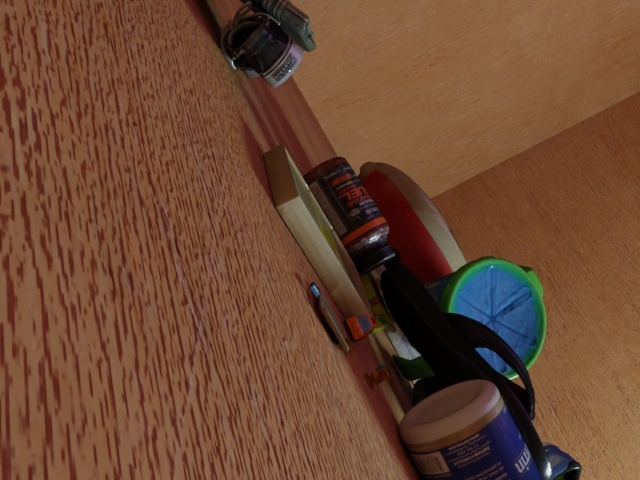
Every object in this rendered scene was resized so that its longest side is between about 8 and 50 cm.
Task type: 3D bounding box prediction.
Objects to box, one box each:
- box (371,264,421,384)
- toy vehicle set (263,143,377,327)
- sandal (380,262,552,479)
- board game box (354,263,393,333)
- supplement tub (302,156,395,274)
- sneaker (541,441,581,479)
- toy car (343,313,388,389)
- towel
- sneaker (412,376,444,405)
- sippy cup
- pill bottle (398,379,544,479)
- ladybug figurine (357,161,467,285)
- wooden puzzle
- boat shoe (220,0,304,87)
[{"bbox_3d":[0.173,0.188,1.560,0.324,0.063,0.067,62,7,-6],"label":"box"},{"bbox_3d":[0.000,0.000,1.085,0.267,0.035,0.166,59,8,-32],"label":"toy vehicle set"},{"bbox_3d":[0.248,0.188,1.181,0.446,0.107,0.167,55,-17,38],"label":"sandal"},{"bbox_3d":[0.072,0.073,1.326,0.092,0.043,0.181,56,9,-42],"label":"board game box"},{"bbox_3d":[0.049,-0.040,1.256,0.198,0.106,0.106,58,6,8],"label":"supplement tub"},{"bbox_3d":[0.523,0.640,1.646,0.147,0.129,0.330,7,-91,63],"label":"sneaker"},{"bbox_3d":[0.073,0.153,1.019,0.122,0.040,0.060,66,7,30],"label":"toy car"},{"bbox_3d":[-0.134,-0.475,1.347,0.312,0.056,0.324,35,7,-4],"label":"towel"},{"bbox_3d":[0.261,0.331,1.343,0.125,0.139,0.341,60,6,-9],"label":"sneaker"},{"bbox_3d":[0.286,0.160,1.444,0.224,0.305,0.240,163,-70,-64],"label":"sippy cup"},{"bbox_3d":[0.231,0.344,1.010,0.265,0.153,0.153,63,6,-2],"label":"pill bottle"},{"bbox_3d":[0.187,0.029,1.662,0.449,0.162,0.305,60,-21,-13],"label":"ladybug figurine"},{"bbox_3d":[0.012,0.099,0.894,0.116,0.014,0.078,62,2,-12],"label":"wooden puzzle"},{"bbox_3d":[-0.117,-0.337,1.228,0.105,0.113,0.306,38,12,-24],"label":"boat shoe"}]
